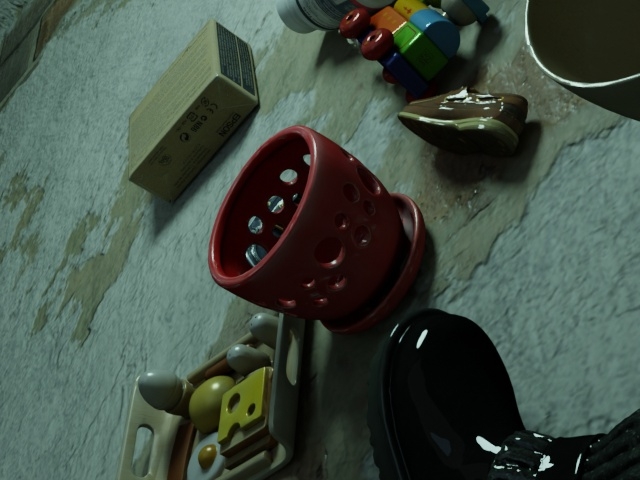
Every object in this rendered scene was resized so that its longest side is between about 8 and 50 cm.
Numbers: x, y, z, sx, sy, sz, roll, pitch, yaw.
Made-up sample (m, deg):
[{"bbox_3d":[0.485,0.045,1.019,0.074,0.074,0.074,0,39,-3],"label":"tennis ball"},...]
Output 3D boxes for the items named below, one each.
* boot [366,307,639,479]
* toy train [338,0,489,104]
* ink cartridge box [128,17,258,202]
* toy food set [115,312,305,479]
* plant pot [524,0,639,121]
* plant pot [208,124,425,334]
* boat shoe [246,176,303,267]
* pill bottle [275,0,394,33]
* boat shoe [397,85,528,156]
[{"bbox_3d":[0.169,0.157,0.903,0.260,0.131,0.348,-43,42,40],"label":"boot"},{"bbox_3d":[0.104,-0.273,1.480,0.143,0.105,0.248,-44,30,7],"label":"toy train"},{"bbox_3d":[-0.205,-0.206,1.919,0.234,0.088,0.193,-46,29,25],"label":"ink cartridge box"},{"bbox_3d":[-0.133,0.190,1.411,0.306,0.092,0.219,-36,35,37],"label":"toy food set"},{"bbox_3d":[0.325,-0.193,0.933,0.284,0.191,0.284,-38,35,34],"label":"plant pot"},{"bbox_3d":[0.000,0.000,1.291,0.191,0.174,0.191,-39,34,32],"label":"plant pot"},{"bbox_3d":[-0.049,-0.017,1.476,0.083,0.065,0.183,-43,16,25],"label":"boat shoe"},{"bbox_3d":[0.021,-0.348,1.670,0.180,0.108,0.108,-13,52,54],"label":"pill bottle"},{"bbox_3d":[0.154,-0.131,1.295,0.178,0.064,0.060,14,70,55],"label":"boat shoe"}]
